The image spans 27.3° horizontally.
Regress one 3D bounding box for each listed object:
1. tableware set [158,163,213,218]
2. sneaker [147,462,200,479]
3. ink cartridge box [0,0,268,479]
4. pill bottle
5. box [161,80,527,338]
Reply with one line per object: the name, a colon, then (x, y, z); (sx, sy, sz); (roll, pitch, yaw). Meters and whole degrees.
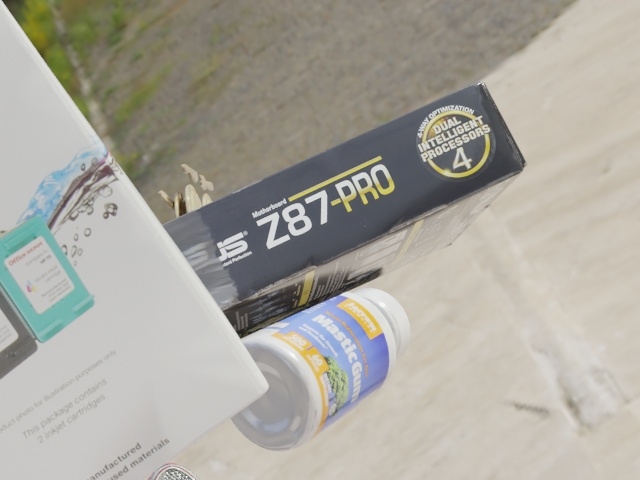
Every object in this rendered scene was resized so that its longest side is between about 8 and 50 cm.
tableware set: (-0.161, -0.019, 1.673); (0.039, 0.128, 0.194); (-11, -5, 5)
sneaker: (-0.151, 0.406, 1.695); (0.120, 0.112, 0.299); (-13, 48, -18)
ink cartridge box: (-0.197, 0.022, 0.795); (0.197, 0.270, 0.198); (-35, 9, -7)
pill bottle: (0.004, 0.154, 1.713); (0.152, 0.152, 0.272); (-25, 2, 38)
box: (0.000, 0.000, 1.235); (0.318, 0.097, 0.395); (-26, -6, -6)
